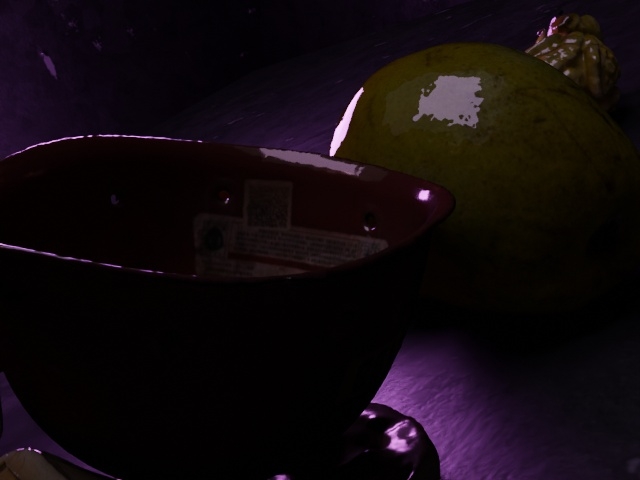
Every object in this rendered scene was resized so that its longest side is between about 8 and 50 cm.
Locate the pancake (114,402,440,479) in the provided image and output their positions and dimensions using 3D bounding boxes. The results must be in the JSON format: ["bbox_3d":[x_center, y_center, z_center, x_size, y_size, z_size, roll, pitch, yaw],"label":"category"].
[{"bbox_3d":[-0.055,0.205,0.669,0.294,0.050,0.294,-19,20,7],"label":"pancake"}]

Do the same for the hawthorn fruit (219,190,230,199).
[{"bbox_3d":[-0.262,-0.103,1.584,0.179,0.200,0.179,-27,13,7],"label":"hawthorn fruit"}]

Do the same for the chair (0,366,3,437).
[{"bbox_3d":[-0.297,0.109,0.981,0.400,0.227,0.226,-19,18,16],"label":"chair"}]

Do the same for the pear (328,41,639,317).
[{"bbox_3d":[0.149,-0.055,0.824,0.253,0.253,0.307,-32,42,-22],"label":"pear"}]

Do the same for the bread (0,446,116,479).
[{"bbox_3d":[-0.164,0.241,0.528,0.209,0.110,0.192,9,65,51],"label":"bread"}]

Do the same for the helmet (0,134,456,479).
[{"bbox_3d":[-0.088,0.062,0.636,0.337,0.230,0.385,10,19,18],"label":"helmet"}]

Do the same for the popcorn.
[{"bbox_3d":[0.343,-0.227,1.254,0.168,0.173,0.195,-46,13,32],"label":"popcorn"}]
